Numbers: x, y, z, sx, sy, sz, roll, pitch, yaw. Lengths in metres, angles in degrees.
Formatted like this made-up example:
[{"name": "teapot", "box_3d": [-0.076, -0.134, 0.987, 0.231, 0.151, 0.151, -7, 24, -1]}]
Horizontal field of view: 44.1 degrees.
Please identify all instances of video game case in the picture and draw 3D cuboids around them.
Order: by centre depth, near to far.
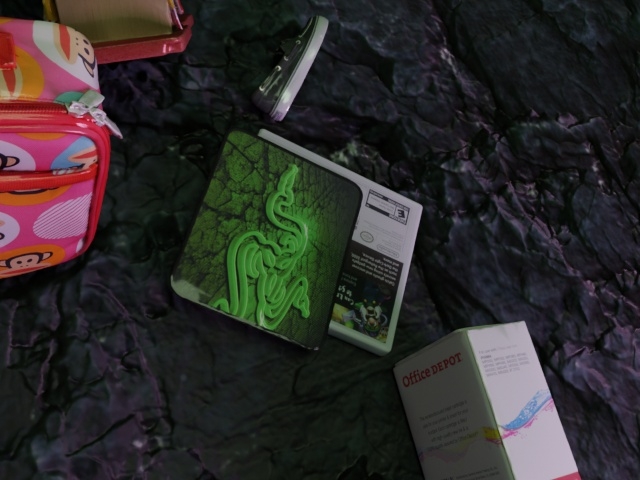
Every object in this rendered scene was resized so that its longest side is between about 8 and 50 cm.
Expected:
[{"name": "video game case", "box_3d": [0.000, 0.000, 0.771, 0.190, 0.022, 0.173, 25, 59, -14]}]

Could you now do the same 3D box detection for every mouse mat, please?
[{"name": "mouse mat", "box_3d": [-0.043, -0.006, 0.736, 0.152, 0.007, 0.190, 24, 60, -14]}]

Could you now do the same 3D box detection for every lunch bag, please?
[{"name": "lunch bag", "box_3d": [-0.291, -0.066, 0.525, 0.293, 0.258, 0.120, -5, 65, -25]}]

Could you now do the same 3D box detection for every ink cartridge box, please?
[{"name": "ink cartridge box", "box_3d": [0.145, 0.172, 0.694, 0.072, 0.127, 0.175, -5, 70, -28]}]

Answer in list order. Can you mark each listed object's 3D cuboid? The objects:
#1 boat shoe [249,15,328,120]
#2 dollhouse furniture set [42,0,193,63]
[{"name": "boat shoe", "box_3d": [-0.031, -0.189, 0.829, 0.040, 0.049, 0.142, 28, 61, -10]}, {"name": "dollhouse furniture set", "box_3d": [-0.305, -0.245, 0.650, 0.373, 0.152, 0.202, -8, 114, -6]}]
